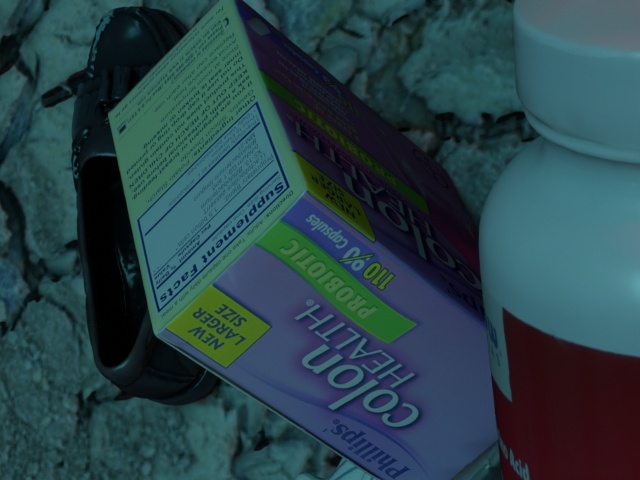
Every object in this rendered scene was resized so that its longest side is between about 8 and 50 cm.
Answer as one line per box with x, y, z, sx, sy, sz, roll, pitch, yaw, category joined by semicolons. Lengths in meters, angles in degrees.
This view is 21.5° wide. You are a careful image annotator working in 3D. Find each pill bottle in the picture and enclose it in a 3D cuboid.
0.199;0.070;0.832;0.229;0.229;0.408;6;118;30;pill bottle

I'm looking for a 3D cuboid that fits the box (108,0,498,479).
0.000;0.000;1.011;0.117;0.213;0.243;-43;32;16;box

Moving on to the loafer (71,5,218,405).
-0.128;-0.035;1.209;0.109;0.095;0.303;-14;74;26;loafer

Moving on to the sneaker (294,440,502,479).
0.089;0.114;1.059;0.297;0.111;0.129;-44;54;13;sneaker
